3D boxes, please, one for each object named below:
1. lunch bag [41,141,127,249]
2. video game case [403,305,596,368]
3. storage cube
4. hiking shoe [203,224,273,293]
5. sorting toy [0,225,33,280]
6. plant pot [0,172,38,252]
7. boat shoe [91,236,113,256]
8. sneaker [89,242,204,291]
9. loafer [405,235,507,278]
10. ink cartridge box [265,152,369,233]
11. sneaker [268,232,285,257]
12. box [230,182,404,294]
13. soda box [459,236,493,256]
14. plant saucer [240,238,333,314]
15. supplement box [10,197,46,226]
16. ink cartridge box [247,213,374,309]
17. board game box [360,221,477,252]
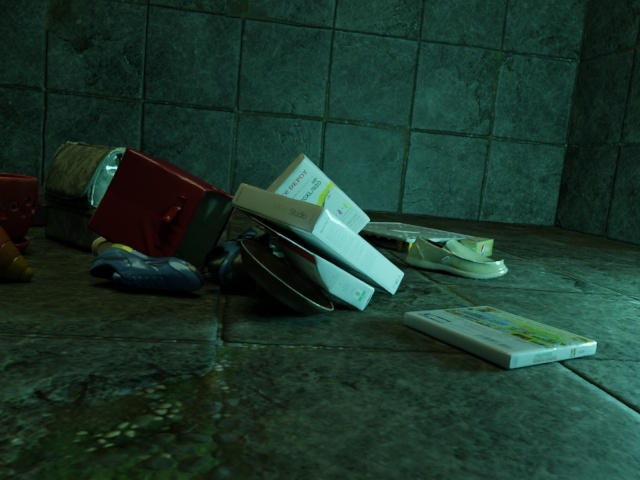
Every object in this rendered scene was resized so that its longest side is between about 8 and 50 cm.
[{"bbox_3d":[-0.570,-0.121,1.472,0.305,0.256,0.213,12,10,43],"label":"lunch bag"},{"bbox_3d":[0.286,0.151,0.933,0.206,0.026,0.227,0,8,-32],"label":"video game case"},{"bbox_3d":[-0.315,-0.057,1.173,0.193,0.183,0.215,28,4,12],"label":"storage cube"},{"bbox_3d":[-0.173,0.026,1.195,0.132,0.113,0.304,5,8,-10],"label":"hiking shoe"},{"bbox_3d":[-0.554,0.056,0.892,0.126,0.127,0.365,34,5,-12],"label":"sorting toy"},{"bbox_3d":[-0.712,-0.060,1.226,0.191,0.174,0.191,5,8,-1],"label":"plant pot"},{"bbox_3d":[-0.418,0.018,1.276,0.170,0.063,0.059,1,3,-36],"label":"boat shoe"},{"bbox_3d":[-0.316,0.067,1.034,0.209,0.069,0.082,14,37,13],"label":"sneaker"},{"bbox_3d":[0.361,0.042,1.524,0.269,0.092,0.102,8,8,20],"label":"loafer"},{"bbox_3d":[-0.021,-0.085,1.498,0.233,0.171,0.168,42,6,-13],"label":"ink cartridge box"},{"bbox_3d":[-0.094,0.001,1.536,0.192,0.086,0.064,-1,10,-42],"label":"sneaker"},{"bbox_3d":[0.000,0.000,1.159,0.232,0.058,0.322,19,-13,41],"label":"box"},{"bbox_3d":[0.514,0.025,1.889,0.061,0.058,0.181,10,10,32],"label":"soda box"},{"bbox_3d":[-0.066,0.070,0.985,0.198,0.036,0.198,37,3,-3],"label":"plant saucer"},{"bbox_3d":[-0.869,-0.084,1.668,0.130,0.073,0.239,12,11,34],"label":"supplement box"},{"bbox_3d":[-0.032,0.040,1.068,0.225,0.056,0.181,29,-1,-28],"label":"ink cartridge box"},{"bbox_3d":[0.297,-0.015,2.062,0.390,0.050,0.390,-1,10,-41],"label":"board game box"}]
